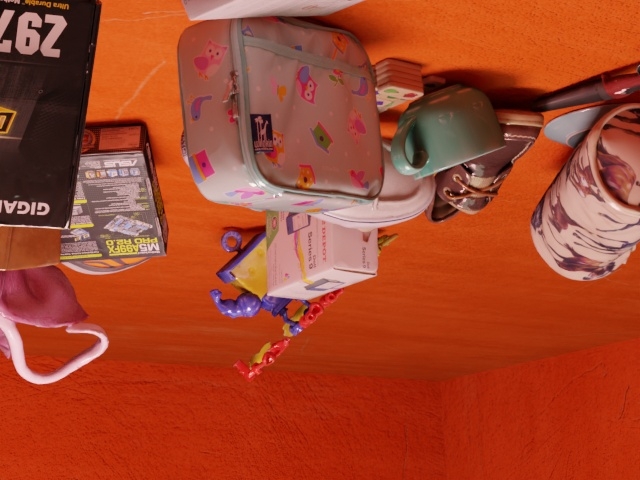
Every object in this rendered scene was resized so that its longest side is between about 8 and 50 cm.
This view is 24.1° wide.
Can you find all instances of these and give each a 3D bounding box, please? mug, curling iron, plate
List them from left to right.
[{"bbox_3d":[0.161,-0.144,1.935,0.129,0.097,0.158,-20,180,17],"label":"mug"},{"bbox_3d":[0.370,-0.206,1.932,0.068,0.035,0.274,30,156,-27],"label":"curling iron"},{"bbox_3d":[0.415,-0.157,2.155,0.188,0.024,0.188,-3,166,-1],"label":"plate"}]

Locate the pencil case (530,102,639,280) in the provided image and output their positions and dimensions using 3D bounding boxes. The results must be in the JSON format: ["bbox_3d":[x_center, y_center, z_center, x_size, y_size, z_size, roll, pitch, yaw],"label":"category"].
[{"bbox_3d":[0.425,-0.057,2.160,0.183,0.160,0.410,29,166,3],"label":"pencil case"}]

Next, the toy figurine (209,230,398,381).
[{"bbox_3d":[-0.069,0.043,2.613,0.362,0.217,0.191,-45,-179,-17],"label":"toy figurine"}]

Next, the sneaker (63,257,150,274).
[{"bbox_3d":[-0.366,-0.028,2.299,0.321,0.124,0.180,5,165,-29],"label":"sneaker"}]

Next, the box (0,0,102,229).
[{"bbox_3d":[-0.401,-0.148,1.532,0.322,0.257,0.079,4,-163,-23],"label":"box"}]

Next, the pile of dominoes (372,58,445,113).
[{"bbox_3d":[0.023,-0.178,1.949,0.196,0.040,0.251,7,162,-37],"label":"pile of dominoes"}]

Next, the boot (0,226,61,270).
[{"bbox_3d":[-0.396,-0.106,1.646,0.264,0.280,0.096,2,-167,-40],"label":"boot"}]

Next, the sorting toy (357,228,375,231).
[{"bbox_3d":[0.030,-0.078,2.216,0.208,0.038,0.193,28,156,-15],"label":"sorting toy"}]

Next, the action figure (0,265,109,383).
[{"bbox_3d":[-0.472,0.067,1.978,0.248,0.275,0.370,-36,167,-6],"label":"action figure"}]

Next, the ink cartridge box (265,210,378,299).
[{"bbox_3d":[0.000,0.000,2.431,0.093,0.154,0.212,8,164,-32],"label":"ink cartridge box"}]

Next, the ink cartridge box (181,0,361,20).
[{"bbox_3d":[-0.003,-0.279,1.548,0.189,0.066,0.232,-15,-177,39],"label":"ink cartridge box"}]

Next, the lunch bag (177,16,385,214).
[{"bbox_3d":[-0.040,-0.147,1.693,0.108,0.224,0.279,-8,171,34],"label":"lunch bag"}]

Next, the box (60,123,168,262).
[{"bbox_3d":[-0.362,-0.060,2.109,0.270,0.060,0.216,-4,138,3],"label":"box"}]

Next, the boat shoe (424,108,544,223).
[{"bbox_3d":[0.220,-0.097,2.128,0.123,0.123,0.342,4,167,-20],"label":"boat shoe"}]

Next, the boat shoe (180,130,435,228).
[{"bbox_3d":[0.012,-0.112,1.970,0.367,0.135,0.156,16,164,-23],"label":"boat shoe"}]
